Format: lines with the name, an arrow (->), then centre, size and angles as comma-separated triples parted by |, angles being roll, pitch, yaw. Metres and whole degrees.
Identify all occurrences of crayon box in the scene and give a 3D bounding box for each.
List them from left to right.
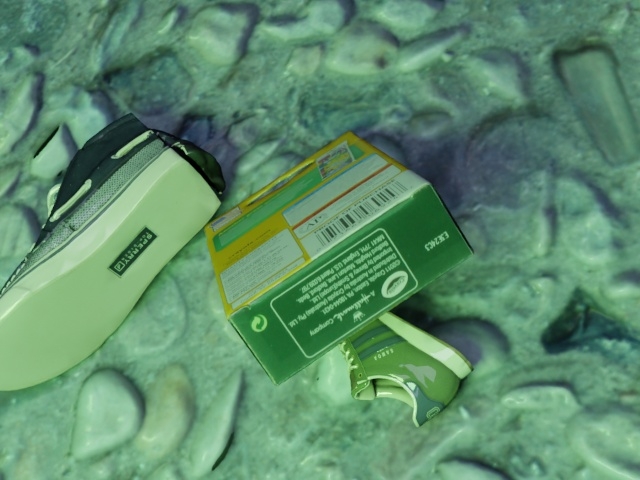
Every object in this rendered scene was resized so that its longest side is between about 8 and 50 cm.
crayon box -> 0.000, 0.000, 1.000 | 0.203, 0.083, 0.323 | -34, 18, 0

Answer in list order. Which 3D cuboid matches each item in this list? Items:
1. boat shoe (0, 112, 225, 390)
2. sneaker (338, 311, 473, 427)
boat shoe -> -0.267, 0.006, 1.147 | 0.340, 0.127, 0.158 | -43, 44, -7
sneaker -> 0.047, 0.112, 1.008 | 0.192, 0.064, 0.086 | 27, 74, 27
